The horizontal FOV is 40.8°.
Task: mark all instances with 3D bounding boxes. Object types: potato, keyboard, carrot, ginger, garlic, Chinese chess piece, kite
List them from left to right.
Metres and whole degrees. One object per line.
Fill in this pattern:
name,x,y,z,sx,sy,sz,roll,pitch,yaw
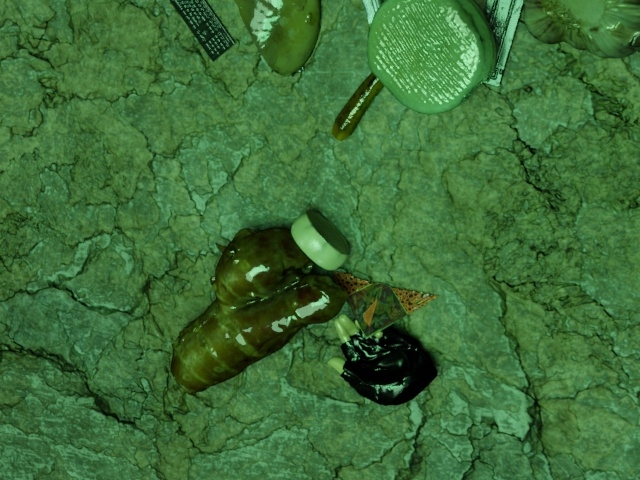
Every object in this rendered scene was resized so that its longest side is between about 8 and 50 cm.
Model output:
keyboard,-0.235,-0.430,1.593,0.063,0.010,0.198,-33,96,28
ginger,-0.159,0.131,1.680,0.418,0.176,0.254,-39,81,27
potato,-0.069,-0.413,1.496,0.138,0.098,0.243,-24,100,23
Chinese chess piece,0.000,0.000,1.601,0.122,0.122,0.051,46,107,-1
carrot,0.077,-0.251,1.533,0.042,0.042,0.171,40,115,2
kite,0.104,0.131,1.626,0.222,0.125,0.008,12,155,14
keyboard,0.298,-0.362,1.431,0.061,0.013,0.205,18,114,13
garlic,0.420,-0.394,1.303,0.244,0.160,0.245,24,139,23

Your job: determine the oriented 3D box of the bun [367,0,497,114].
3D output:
bun,0.187,-0.323,1.429,0.221,0.108,0.221,8,109,24

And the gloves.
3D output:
gloves,0.103,0.219,1.652,0.164,0.124,0.203,-36,60,-8

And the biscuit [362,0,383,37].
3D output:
biscuit,0.066,-0.485,1.461,0.048,0.026,0.292,-12,105,18
